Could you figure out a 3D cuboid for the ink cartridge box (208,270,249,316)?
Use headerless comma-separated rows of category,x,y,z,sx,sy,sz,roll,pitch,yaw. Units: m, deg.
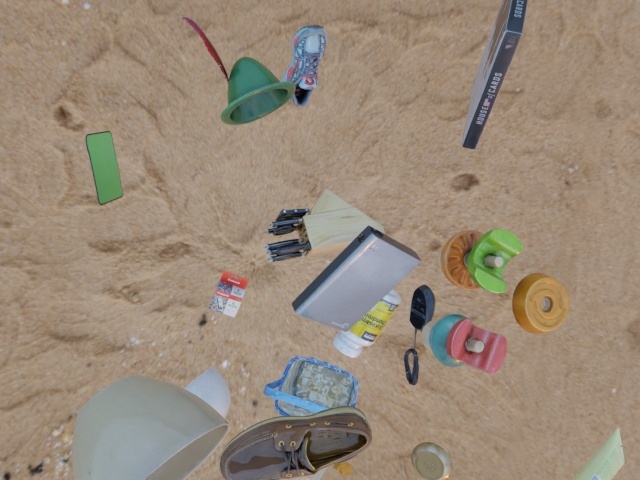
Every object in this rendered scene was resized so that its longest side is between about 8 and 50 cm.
ink cartridge box,-0.201,0.119,1.345,0.063,0.115,0.029,20,46,-9

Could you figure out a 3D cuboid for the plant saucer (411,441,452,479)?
plant saucer,0.211,0.430,1.176,0.083,0.015,0.083,5,101,29

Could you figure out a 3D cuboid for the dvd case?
dvd case,0.278,-0.288,0.972,0.029,0.238,0.179,15,58,6

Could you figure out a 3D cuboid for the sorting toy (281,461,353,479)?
sorting toy,-0.042,0.646,1.703,0.307,0.041,0.229,41,73,-39

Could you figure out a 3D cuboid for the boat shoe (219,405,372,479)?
boat shoe,-0.027,0.233,0.689,0.178,0.060,0.064,-13,93,-8

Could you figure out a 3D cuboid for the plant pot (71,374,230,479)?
plant pot,-0.336,0.362,1.120,0.284,0.284,0.191,-43,73,-6

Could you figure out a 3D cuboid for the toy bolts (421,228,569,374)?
toy bolts,0.272,0.117,1.041,0.218,0.158,0.228,32,79,-16

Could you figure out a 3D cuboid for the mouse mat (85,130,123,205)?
mouse mat,-0.584,-0.199,1.662,0.007,0.152,0.189,-6,103,8

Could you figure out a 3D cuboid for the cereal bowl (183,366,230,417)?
cereal bowl,-0.346,0.476,1.508,0.339,0.339,0.141,-43,83,-6

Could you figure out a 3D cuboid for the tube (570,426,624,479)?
tube,0.645,0.528,1.410,0.240,0.070,0.062,-20,52,-40

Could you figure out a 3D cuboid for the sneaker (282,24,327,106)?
sneaker,-0.031,-0.493,1.762,0.104,0.262,0.125,-5,58,-20

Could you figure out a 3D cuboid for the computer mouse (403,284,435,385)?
computer mouse,0.232,0.219,1.411,0.041,0.071,0.242,0,105,-24

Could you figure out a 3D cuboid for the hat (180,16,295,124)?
hat,-0.166,-0.366,1.284,0.173,0.208,0.183,-25,87,-10

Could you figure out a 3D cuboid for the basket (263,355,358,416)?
basket,-0.009,0.451,1.773,0.255,0.289,0.201,17,86,14

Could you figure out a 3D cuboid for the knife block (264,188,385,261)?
knife block,0.000,0.000,1.630,0.276,0.088,0.242,33,69,-4

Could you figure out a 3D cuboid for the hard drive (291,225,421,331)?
hard drive,0.042,0.049,0.727,0.094,0.022,0.135,26,117,-41

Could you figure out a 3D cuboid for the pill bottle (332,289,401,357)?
pill bottle,0.107,0.190,1.486,0.103,0.103,0.184,30,103,-5
